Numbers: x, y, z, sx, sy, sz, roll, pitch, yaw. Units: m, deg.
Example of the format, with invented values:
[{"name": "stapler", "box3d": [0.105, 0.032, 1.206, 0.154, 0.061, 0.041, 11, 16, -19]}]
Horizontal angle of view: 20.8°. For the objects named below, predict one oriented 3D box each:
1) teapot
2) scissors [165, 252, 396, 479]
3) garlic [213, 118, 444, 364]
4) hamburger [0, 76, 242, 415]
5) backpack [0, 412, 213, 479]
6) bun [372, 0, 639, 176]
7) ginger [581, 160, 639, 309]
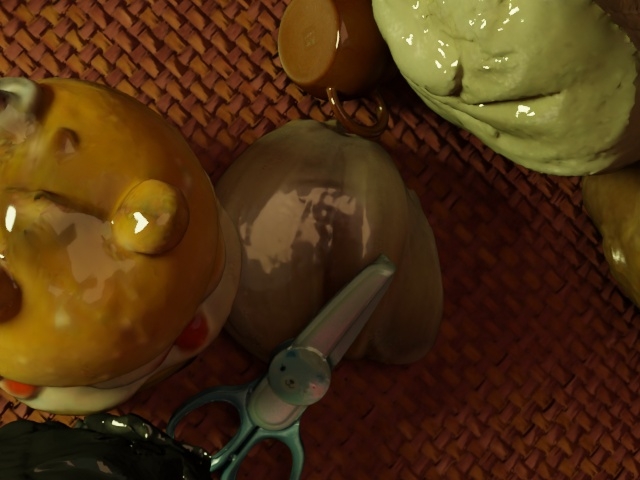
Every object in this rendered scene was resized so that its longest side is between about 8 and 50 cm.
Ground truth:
[{"name": "teapot", "box3d": [0.030, -0.172, 1.563, 0.116, 0.116, 0.173, -5, 72, -18]}, {"name": "scissors", "box3d": [-0.020, 0.113, 1.482, 0.125, 0.030, 0.256, 36, 101, -8]}, {"name": "garlic", "box3d": [0.000, 0.000, 1.524, 0.217, 0.110, 0.228, -5, 83, -14]}, {"name": "hamburger", "box3d": [-0.205, -0.001, 1.366, 0.276, 0.237, 0.276, 0, 80, 2]}, {"name": "backpack", "box3d": [-0.120, 0.347, 1.347, 0.445, 0.255, 0.363, 26, 92, -12]}, {"name": "bun", "box3d": [0.166, -0.209, 1.517, 0.211, 0.360, 0.360, -32, 92, 25]}, {"name": "ginger", "box3d": [0.372, 0.002, 1.581, 0.200, 0.223, 0.269, -41, 97, -15]}]
